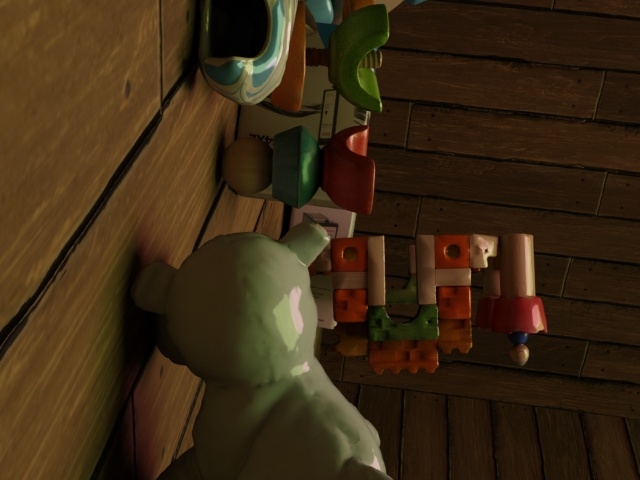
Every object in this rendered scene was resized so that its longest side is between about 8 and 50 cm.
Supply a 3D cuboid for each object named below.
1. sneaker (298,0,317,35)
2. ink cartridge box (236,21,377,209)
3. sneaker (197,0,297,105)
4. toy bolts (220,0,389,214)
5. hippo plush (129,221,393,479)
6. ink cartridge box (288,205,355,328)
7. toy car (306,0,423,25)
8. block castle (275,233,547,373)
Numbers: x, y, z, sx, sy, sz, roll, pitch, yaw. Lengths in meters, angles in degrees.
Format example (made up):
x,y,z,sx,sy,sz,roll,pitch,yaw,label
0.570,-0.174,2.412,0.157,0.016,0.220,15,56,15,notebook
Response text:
x,y,z,sx,sy,sz,roll,pitch,yaw,label
-0.033,-0.298,0.941,0.212,0.094,0.080,92,7,-53,sneaker
-0.016,-0.145,1.076,0.086,0.148,0.203,48,48,-87,ink cartridge box
-0.058,-0.235,0.780,0.086,0.085,0.237,49,44,-76,sneaker
-0.025,-0.149,0.949,0.218,0.159,0.228,-95,-174,-59,toy bolts
-0.071,0.122,0.690,0.236,0.234,0.294,67,-12,-1,hippo plush
0.000,0.000,1.789,0.211,0.122,0.289,-69,169,-79,ink cartridge box
0.022,-0.398,1.176,0.237,0.219,0.210,65,-9,-2,toy car
0.129,0.106,1.533,0.303,0.454,0.212,64,25,-86,block castle
